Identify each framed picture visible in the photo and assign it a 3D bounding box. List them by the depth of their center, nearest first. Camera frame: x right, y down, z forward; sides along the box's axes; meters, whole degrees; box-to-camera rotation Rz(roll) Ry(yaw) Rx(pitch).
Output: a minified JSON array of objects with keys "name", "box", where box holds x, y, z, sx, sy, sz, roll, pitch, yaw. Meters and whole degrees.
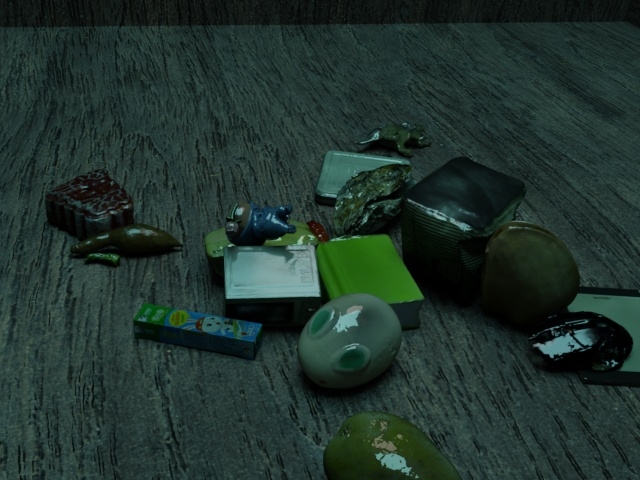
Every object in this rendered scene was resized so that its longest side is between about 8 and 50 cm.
[{"name":"framed picture","box":[0.669,0.206,1.758,0.264,0.016,0.347,3,32,-2]}]

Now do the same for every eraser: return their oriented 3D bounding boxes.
[{"name":"eraser","box":[0.098,0.096,1.803,0.209,0.092,0.274,-6,34,-14]}]

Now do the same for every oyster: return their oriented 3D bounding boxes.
[{"name":"oyster","box":[0.126,-0.095,2.055,0.162,0.158,0.351,-20,24,49]}]

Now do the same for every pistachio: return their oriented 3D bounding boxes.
[{"name":"pistachio","box":[0.463,0.070,1.732,0.212,0.261,0.163,-4,41,3]}]

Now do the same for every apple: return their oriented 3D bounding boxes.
[{"name":"apple","box":[-0.139,0.021,1.867,0.264,0.120,0.193,-7,27,-3]}]

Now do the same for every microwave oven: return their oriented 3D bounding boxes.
[{"name":"microwave oven","box":[-0.108,0.103,1.711,0.204,0.129,0.163,0,50,-7]}]

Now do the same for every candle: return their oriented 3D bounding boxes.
[{"name":"candle","box":[0.000,0.000,1.986,0.053,0.048,0.162,-33,40,-2]}]

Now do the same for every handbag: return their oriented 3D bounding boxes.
[{"name":"handbag","box":[0.337,-0.024,1.883,0.247,0.240,0.340,24,37,25]}]

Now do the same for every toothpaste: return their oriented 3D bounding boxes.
[{"name":"toothpaste","box":[-0.255,0.189,1.645,0.266,0.050,0.065,9,34,9]}]

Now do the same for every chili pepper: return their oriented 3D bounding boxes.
[{"name":"chili pepper","box":[-0.518,0.042,1.878,0.091,0.030,0.034,5,56,5]}]

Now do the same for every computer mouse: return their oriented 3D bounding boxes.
[{"name":"computer mouse","box":[0.555,0.203,1.665,0.241,0.078,0.146,-3,31,-12]}]

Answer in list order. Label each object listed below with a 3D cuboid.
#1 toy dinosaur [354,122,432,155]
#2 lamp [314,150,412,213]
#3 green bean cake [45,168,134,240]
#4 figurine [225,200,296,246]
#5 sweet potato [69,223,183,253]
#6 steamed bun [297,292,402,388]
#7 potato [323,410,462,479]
[{"name":"toy dinosaur","box":[0.252,-0.332,2.540,0.294,0.077,0.162,-6,26,-43]},{"name":"lamp","box":[0.128,-0.172,2.282,0.268,0.047,0.267,7,35,3]},{"name":"green bean cake","box":[-0.574,-0.090,2.019,0.232,0.097,0.198,26,37,32]},{"name":"figurine","box":[-0.143,-0.044,1.711,0.178,0.114,0.144,-9,-22,34]},{"name":"sweet potato","box":[-0.470,-0.004,1.912,0.269,0.075,0.075,-3,32,-12]},{"name":"steamed bun","box":[0.061,0.192,1.559,0.228,0.131,0.177,-25,68,-27]},{"name":"potato","box":[0.126,0.381,1.280,0.251,0.159,0.174,31,64,23]}]
